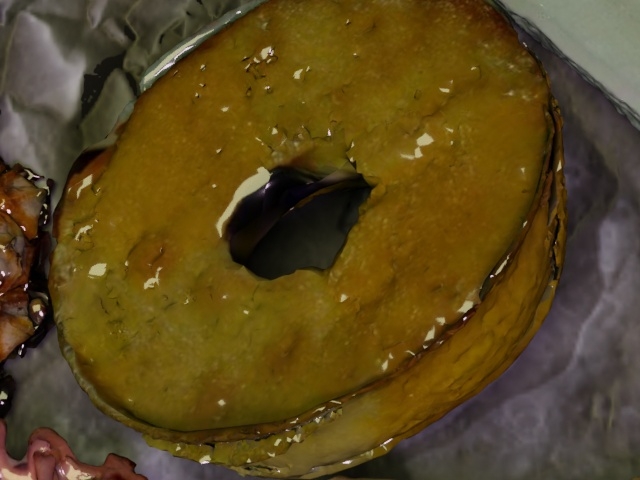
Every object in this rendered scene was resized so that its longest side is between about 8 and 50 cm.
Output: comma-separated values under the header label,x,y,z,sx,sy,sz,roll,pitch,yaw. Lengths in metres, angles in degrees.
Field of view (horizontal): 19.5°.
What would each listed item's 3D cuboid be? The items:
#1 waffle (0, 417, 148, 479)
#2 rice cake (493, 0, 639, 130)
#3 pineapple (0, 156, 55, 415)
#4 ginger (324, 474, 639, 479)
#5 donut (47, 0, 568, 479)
label,x,y,z,sx,sy,sz,roll,pitch,yaw
waffle,-0.161,0.202,0.937,0.234,0.055,0.221,41,90,10
rice cake,0.146,-0.152,0.974,0.127,0.043,0.237,-45,69,0
pineapple,-0.297,-0.011,0.933,0.263,0.272,0.262,-4,75,14
ginger,0.098,0.186,0.852,0.276,0.130,0.221,26,65,29
donut,0.000,0.000,0.924,0.272,0.107,0.272,-13,56,19
